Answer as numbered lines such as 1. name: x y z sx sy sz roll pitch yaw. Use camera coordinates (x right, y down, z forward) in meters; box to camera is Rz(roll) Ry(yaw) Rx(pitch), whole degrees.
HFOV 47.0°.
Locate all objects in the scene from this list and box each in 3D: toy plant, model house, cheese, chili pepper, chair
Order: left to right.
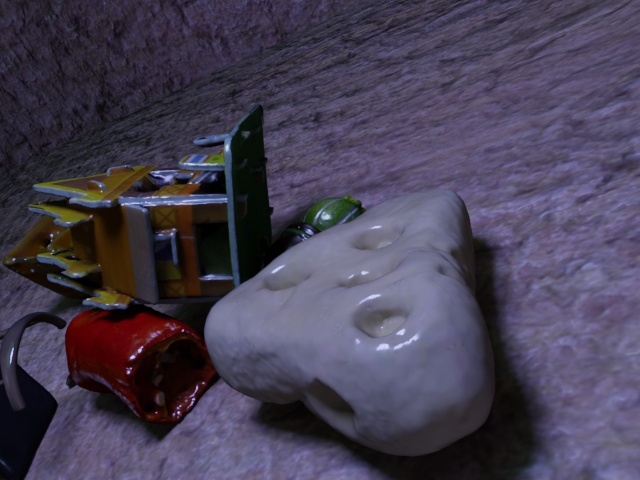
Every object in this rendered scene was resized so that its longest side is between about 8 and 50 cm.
1. chair: -0.454 0.232 1.017 0.272 0.166 0.188 -30 24 15
2. model house: -0.401 -0.004 1.380 0.239 0.173 0.268 -12 34 39
3. chili pepper: -0.286 0.147 1.017 0.338 0.131 0.134 4 46 51
4. model house: -0.230 -0.057 1.036 0.313 0.242 0.357 1 20 3
5. toy plant: 0.000 0.000 1.012 0.162 0.093 0.093 -45 28 -25
6. cheese: 0.086 0.051 0.754 0.328 0.129 0.351 -38 24 -31
